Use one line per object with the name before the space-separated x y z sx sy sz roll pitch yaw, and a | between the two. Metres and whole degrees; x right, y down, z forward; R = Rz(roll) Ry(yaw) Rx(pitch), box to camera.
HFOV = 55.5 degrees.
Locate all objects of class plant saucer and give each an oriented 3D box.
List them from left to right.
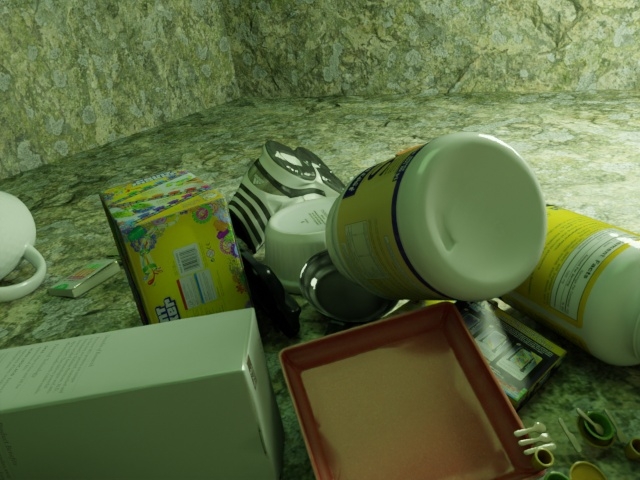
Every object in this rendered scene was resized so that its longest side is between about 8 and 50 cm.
plant saucer | 0.102 0.220 0.769 0.258 0.048 0.259 -14 50 -11

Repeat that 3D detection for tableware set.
tableware set | 0.310 0.248 0.708 0.154 0.024 0.104 -5 49 -19

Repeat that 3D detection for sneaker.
sneaker | -0.096 -0.098 1.550 0.257 0.169 0.447 -46 -19 15

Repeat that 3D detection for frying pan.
frying pan | 0.064 0.128 1.102 0.197 0.053 0.326 -2 43 -7

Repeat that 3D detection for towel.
towel | -0.487 0.022 1.615 0.109 0.027 0.148 0 26 25

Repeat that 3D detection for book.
book | -0.578 0.093 1.489 0.096 0.035 0.144 0 26 32

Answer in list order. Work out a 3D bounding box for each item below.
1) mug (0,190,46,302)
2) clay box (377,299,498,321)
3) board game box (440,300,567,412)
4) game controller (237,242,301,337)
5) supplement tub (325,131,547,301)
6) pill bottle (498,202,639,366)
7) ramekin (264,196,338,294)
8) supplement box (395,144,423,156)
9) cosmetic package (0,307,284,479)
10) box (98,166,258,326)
mug | -0.862 0.028 1.510 0.374 0.276 0.328 30 28 13
clay box | 0.177 0.149 1.004 0.222 0.053 0.127 -28 30 -33
board game box | 0.245 0.161 0.890 0.141 0.048 0.170 -27 48 -36
game controller | -0.137 0.070 1.176 0.067 0.166 0.319 -42 30 -9
supplement tub | 0.163 -0.024 0.975 0.240 0.241 0.331 -20 3 -23
pill bottle | 0.418 0.070 0.917 0.187 0.188 0.334 -18 25 -18
ramekin | 0.000 0.000 1.332 0.272 0.127 0.273 -9 23 4
supplement box | 0.221 -0.077 1.281 0.080 0.234 0.078 -24 26 -21
cosmetic package | -0.250 0.238 0.776 0.384 0.217 0.156 -9 23 0
box | -0.263 0.047 1.126 0.176 0.290 0.279 -20 24 -20
